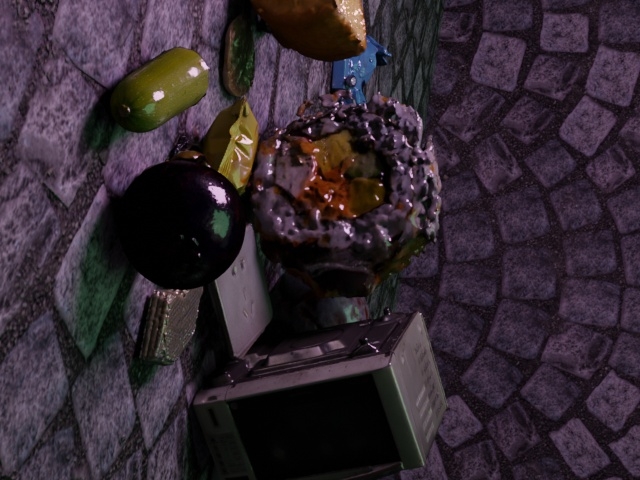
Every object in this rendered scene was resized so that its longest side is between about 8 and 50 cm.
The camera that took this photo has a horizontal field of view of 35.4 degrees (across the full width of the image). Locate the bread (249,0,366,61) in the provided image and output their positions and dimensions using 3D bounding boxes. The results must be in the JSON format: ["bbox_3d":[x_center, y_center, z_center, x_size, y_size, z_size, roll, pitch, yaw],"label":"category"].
[{"bbox_3d":[-0.043,-0.467,1.796,0.194,0.179,0.340,27,48,-66],"label":"bread"}]

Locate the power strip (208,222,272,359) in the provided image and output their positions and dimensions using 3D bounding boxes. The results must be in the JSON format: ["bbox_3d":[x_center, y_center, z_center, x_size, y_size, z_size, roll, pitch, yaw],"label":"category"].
[{"bbox_3d":[-0.167,0.094,1.877,0.198,0.064,0.213,-48,129,-62],"label":"power strip"}]

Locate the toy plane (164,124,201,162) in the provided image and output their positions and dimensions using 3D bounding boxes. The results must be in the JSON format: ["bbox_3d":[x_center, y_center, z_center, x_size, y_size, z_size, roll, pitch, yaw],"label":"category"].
[{"bbox_3d":[-0.222,-0.136,1.619,0.121,0.031,0.049,-62,147,-46],"label":"toy plane"}]

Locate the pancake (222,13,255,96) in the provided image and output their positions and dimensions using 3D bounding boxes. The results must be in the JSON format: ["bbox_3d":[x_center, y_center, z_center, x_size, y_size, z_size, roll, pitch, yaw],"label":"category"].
[{"bbox_3d":[-0.146,-0.335,1.813,0.151,0.025,0.152,8,90,-74],"label":"pancake"}]

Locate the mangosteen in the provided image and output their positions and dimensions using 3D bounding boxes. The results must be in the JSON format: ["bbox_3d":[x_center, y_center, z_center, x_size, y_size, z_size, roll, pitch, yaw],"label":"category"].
[{"bbox_3d":[-0.205,-0.038,1.474,0.230,0.194,0.194,-107,-169,-54],"label":"mangosteen"}]

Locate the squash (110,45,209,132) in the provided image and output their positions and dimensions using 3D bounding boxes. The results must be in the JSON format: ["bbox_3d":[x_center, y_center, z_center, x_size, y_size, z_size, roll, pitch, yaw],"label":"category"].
[{"bbox_3d":[-0.239,-0.205,1.415,0.188,0.095,0.095,-48,144,-56],"label":"squash"}]

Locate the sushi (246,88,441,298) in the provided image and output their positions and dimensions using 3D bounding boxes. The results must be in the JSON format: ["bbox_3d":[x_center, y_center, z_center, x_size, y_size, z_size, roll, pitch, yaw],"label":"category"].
[{"bbox_3d":[0.050,-0.098,1.953,0.176,0.417,0.418,34,65,-71],"label":"sushi"}]

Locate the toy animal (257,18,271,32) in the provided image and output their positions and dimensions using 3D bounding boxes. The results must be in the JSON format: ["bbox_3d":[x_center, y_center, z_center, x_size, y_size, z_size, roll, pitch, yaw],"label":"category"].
[{"bbox_3d":[-0.089,-0.432,1.939,0.136,0.047,0.065,-64,165,-65],"label":"toy animal"}]

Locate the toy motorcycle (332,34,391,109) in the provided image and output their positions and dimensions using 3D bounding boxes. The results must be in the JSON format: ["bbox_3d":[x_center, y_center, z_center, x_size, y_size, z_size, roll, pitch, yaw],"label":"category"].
[{"bbox_3d":[0.093,-0.405,2.534,0.182,0.123,0.272,-1,97,-53],"label":"toy motorcycle"}]

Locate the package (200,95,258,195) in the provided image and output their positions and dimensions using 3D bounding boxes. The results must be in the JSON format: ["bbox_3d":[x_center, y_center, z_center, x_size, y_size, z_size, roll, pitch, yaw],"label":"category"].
[{"bbox_3d":[-0.157,-0.135,1.682,0.226,0.090,0.168,142,-41,-75],"label":"package"}]

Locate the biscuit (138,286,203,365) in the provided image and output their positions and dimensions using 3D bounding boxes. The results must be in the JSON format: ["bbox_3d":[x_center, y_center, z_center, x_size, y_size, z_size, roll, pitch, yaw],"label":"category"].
[{"bbox_3d":[-0.235,0.084,1.647,0.147,0.046,0.250,53,47,-70],"label":"biscuit"}]

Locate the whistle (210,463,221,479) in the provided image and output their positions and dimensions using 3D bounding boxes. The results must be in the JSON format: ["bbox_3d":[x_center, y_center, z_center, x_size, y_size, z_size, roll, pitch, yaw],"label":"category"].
[{"bbox_3d":[-0.186,0.521,2.027,0.126,0.067,0.258,21,80,-74],"label":"whistle"}]

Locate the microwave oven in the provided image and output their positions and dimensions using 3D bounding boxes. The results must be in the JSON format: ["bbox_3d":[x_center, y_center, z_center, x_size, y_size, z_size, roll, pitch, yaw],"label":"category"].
[{"bbox_3d":[0.005,0.299,1.919,0.333,0.394,0.247,-42,117,-69],"label":"microwave oven"}]

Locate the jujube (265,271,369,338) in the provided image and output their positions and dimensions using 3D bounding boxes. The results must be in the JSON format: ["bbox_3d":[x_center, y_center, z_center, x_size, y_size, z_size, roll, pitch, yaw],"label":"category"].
[{"bbox_3d":[-0.001,0.192,2.203,0.215,0.246,0.308,-28,149,-29],"label":"jujube"}]
